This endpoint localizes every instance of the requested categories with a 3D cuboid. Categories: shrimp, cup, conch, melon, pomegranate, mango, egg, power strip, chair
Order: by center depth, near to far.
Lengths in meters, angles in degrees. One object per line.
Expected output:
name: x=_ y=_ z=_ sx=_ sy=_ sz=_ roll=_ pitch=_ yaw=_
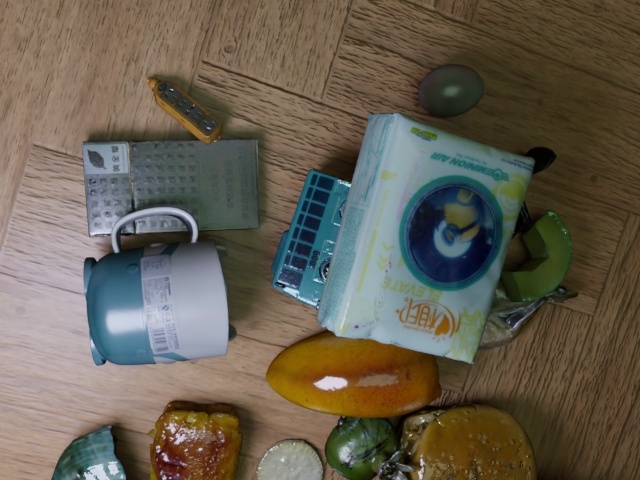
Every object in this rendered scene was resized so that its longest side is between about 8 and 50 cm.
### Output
cup: x=-0.290 y=0.083 z=1.247 sx=0.258 sy=0.219 sz=0.289 roll=-6 pitch=93 yaw=-9
power strip: x=-0.259 y=-0.251 z=1.284 sx=0.178 sy=0.028 sz=0.049 roll=39 pitch=70 yaw=3
conch: x=-0.417 y=0.508 z=1.291 sx=0.195 sy=0.277 sz=0.220 roll=20 pitch=132 yaw=-28
egg: x=0.262 y=-0.300 z=1.362 sx=0.135 sy=0.103 sz=0.103 roll=-13 pitch=100 yaw=-11
mango: x=0.062 y=0.256 z=1.364 sx=0.350 sy=0.199 sz=0.201 roll=-3 pitch=69 yaw=2
pomegranate: x=0.100 y=0.435 z=1.383 sx=0.152 sy=0.191 sz=0.131 roll=-45 pitch=130 yaw=-3
chair: x=0.382 y=-0.085 z=1.401 sx=0.221 sy=0.140 sz=0.145 roll=-27 pitch=102 yaw=-10
melon: x=0.455 y=0.045 z=1.428 sx=0.118 sy=0.064 sz=0.209 roll=44 pitch=68 yaw=3
shrimp: x=0.409 y=0.153 z=1.473 sx=0.317 sy=0.077 sz=0.168 roll=-4 pitch=108 yaw=-7

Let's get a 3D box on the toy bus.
toy bus: x=0.000 y=0.000 z=1.327 sx=0.147 sy=0.128 sz=0.256 roll=19 pitch=92 yaw=8

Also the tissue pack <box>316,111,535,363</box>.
tissue pack: x=0.181 y=-0.003 z=1.212 sx=0.287 sy=0.162 sz=0.388 roll=15 pitch=93 yaw=-17

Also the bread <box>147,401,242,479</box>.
bread: x=-0.261 y=0.516 z=1.364 sx=0.185 sy=0.109 sz=0.380 roll=4 pitch=98 yaw=-12

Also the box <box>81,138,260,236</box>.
box: x=-0.281 y=-0.104 z=1.308 sx=0.325 sy=0.047 sz=0.180 roll=-3 pitch=97 yaw=-12

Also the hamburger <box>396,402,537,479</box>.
hamburger: x=0.301 y=0.491 z=1.447 sx=0.304 sy=0.174 sz=0.284 roll=-3 pitch=86 yaw=-18

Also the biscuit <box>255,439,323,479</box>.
biscuit: x=-0.066 y=0.495 z=1.443 sx=0.152 sy=0.020 sz=0.152 roll=-1 pitch=97 yaw=-12
